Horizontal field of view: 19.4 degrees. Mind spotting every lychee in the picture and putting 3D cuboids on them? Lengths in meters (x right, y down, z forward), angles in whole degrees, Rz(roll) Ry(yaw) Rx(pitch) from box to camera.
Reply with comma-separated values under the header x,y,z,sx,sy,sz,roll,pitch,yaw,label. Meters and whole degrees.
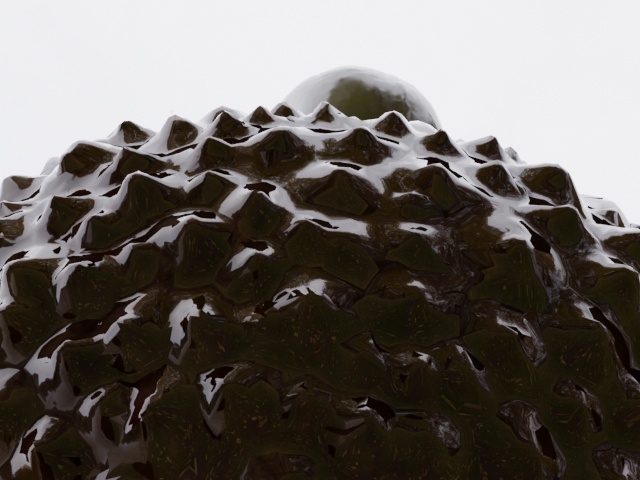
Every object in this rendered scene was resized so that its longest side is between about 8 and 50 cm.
x,y,z,sx,sy,sz,roll,pitch,yaw,label
0.001,0.095,0.499,0.275,0.304,0.276,-10,-56,-15,lychee

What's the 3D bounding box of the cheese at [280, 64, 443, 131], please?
x,y,z,sx,sy,sz,roll,pitch,yaw,label
0.000,0.000,1.027,0.091,0.202,0.175,25,-49,-13,cheese
